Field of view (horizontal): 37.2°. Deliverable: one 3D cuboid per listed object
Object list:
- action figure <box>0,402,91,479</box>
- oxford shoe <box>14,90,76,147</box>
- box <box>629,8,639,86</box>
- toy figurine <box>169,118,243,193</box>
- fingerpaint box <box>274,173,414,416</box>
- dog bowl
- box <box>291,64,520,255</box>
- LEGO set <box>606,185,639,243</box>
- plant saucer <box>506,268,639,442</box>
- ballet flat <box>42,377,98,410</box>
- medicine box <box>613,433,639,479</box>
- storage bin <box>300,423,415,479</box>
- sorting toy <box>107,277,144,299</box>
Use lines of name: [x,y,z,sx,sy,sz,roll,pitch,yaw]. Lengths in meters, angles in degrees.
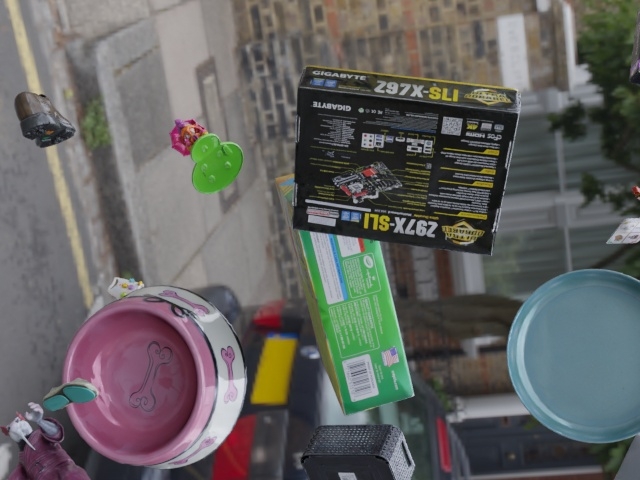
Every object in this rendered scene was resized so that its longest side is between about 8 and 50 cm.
action figure: [-0.586,0.515,2.127,0.370,0.248,0.276,46,12,30]
oxford shoe: [-0.528,-0.237,1.821,0.227,0.083,0.096,120,-53,-82]
box: [0.523,-0.275,1.419,0.029,0.116,0.162,126,-13,-56]
toy figurine: [-0.270,-0.207,2.034,0.159,0.130,0.173,43,-9,32]
fingerpaint box: [0.047,0.088,2.047,0.371,0.163,0.445,-122,-162,-74]
dog bowl: [-0.374,0.300,2.051,0.150,0.408,0.408,11,73,-71]
box: [0.121,-0.118,1.431,0.079,0.322,0.257,-76,171,-51]
LEGO set: [0.525,-0.070,1.341,0.244,0.182,0.060,98,-11,-64]
plant saucer: [0.506,0.212,1.757,0.044,0.317,0.317,21,63,-66]
ballet flat: [-0.510,0.307,1.951,0.057,0.168,0.052,51,39,-26]
medicine box: [0.591,0.422,1.320,0.149,0.289,0.263,-61,-154,-6]
storage bin: [0.069,0.412,1.749,0.084,0.180,0.122,-58,134,-51]
sorting toy: [-0.504,0.124,2.438,0.045,0.075,0.083,106,5,-48]
